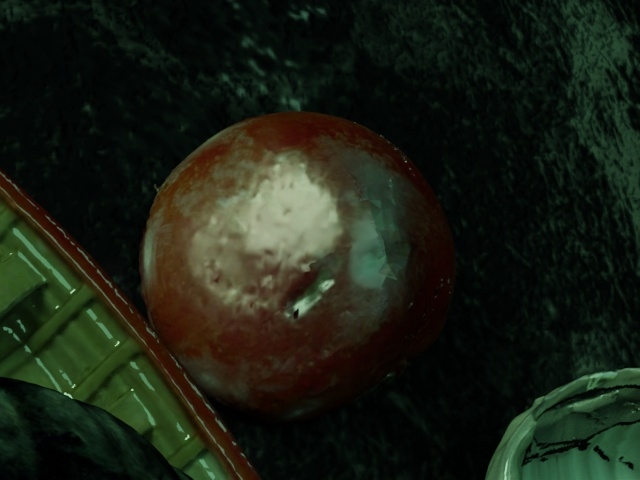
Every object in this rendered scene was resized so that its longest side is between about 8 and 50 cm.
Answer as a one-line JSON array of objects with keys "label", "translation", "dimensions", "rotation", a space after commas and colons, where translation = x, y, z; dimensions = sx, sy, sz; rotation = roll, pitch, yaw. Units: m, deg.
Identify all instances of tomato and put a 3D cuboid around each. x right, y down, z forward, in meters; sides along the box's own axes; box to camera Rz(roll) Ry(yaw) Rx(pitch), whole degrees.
[{"label": "tomato", "translation": [0.000, 0.000, 0.728], "dimensions": [0.189, 0.099, 0.173], "rotation": [-26, 81, -36]}]

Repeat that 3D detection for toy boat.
[{"label": "toy boat", "translation": [-0.131, 0.082, 0.621], "dimensions": [0.392, 0.079, 0.136], "rotation": [48, 49, 2]}]

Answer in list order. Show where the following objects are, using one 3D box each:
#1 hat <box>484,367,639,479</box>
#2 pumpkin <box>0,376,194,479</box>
[{"label": "hat", "translation": [0.196, 0.177, 0.658], "dimensions": [0.232, 0.275, 0.161], "rotation": [-23, 118, -17]}, {"label": "pumpkin", "translation": [-0.126, 0.191, 0.424], "dimensions": [0.296, 0.296, 0.295], "rotation": [14, 58, -23]}]
